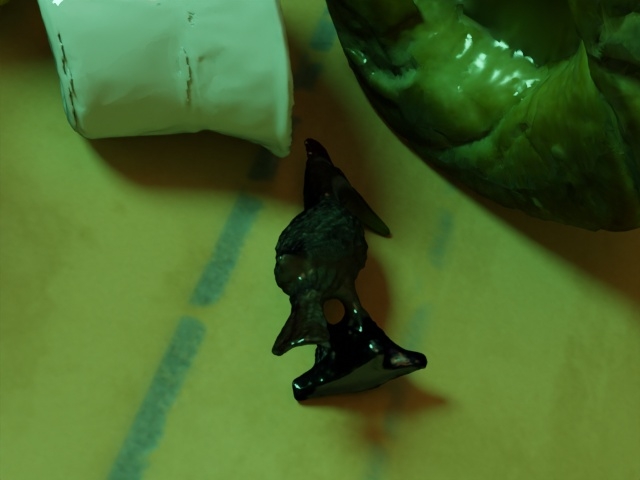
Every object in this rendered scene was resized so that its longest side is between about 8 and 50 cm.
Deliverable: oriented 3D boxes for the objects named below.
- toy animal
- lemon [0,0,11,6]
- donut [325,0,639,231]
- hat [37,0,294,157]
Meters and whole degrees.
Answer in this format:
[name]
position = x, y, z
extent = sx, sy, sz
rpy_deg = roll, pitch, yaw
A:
[toy animal]
position = 0.005, 0.010, 0.666
extent = 0.105, 0.070, 0.202
rpy_deg = 51, 26, -38
[lemon]
position = -0.218, -0.194, 0.707
extent = 0.114, 0.114, 0.155
rpy_deg = 36, 57, 8
[donut]
position = 0.129, -0.169, 0.683
extent = 0.170, 0.360, 0.360
rpy_deg = -37, 73, -24
[hat]
position = -0.098, -0.129, 0.680
extent = 0.126, 0.203, 0.203
rpy_deg = -16, 60, -12
